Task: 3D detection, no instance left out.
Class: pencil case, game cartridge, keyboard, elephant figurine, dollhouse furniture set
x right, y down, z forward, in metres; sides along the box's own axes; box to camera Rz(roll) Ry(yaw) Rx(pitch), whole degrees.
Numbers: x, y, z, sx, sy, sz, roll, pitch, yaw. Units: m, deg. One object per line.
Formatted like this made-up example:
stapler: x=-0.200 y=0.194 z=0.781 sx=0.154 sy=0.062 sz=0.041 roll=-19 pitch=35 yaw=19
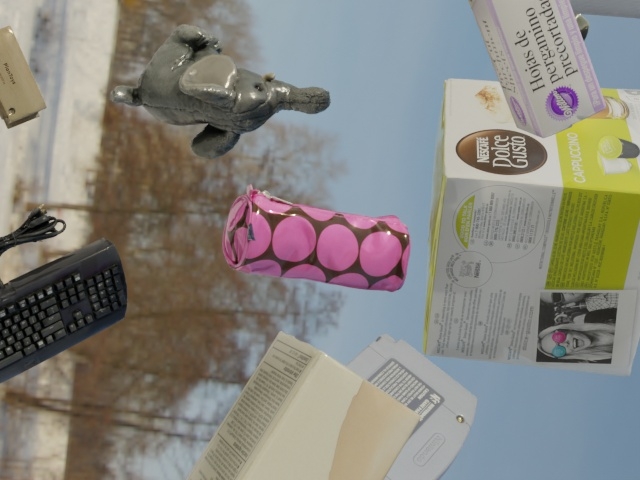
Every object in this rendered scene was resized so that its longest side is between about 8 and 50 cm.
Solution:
pencil case: x=0.000 y=0.000 z=1.197 sx=0.095 sy=0.209 sz=0.098 roll=-148 pitch=-111 yaw=-65
game cartridge: x=0.085 y=0.255 z=1.431 sx=0.297 sy=0.198 sz=0.062 roll=-34 pitch=160 yaw=-49
keyboard: x=-0.398 y=0.080 z=1.356 sx=0.033 sy=0.317 sz=0.202 roll=18 pitch=-51 yaw=49
elephant figurine: x=-0.143 y=-0.205 z=1.523 sx=0.239 sy=0.169 sz=0.186 roll=38 pitch=-83 yaw=40
dollhouse furniture set: x=-0.450 y=-0.147 z=1.207 sx=0.212 sy=0.242 sz=0.161 roll=68 pitch=-15 yaw=-11

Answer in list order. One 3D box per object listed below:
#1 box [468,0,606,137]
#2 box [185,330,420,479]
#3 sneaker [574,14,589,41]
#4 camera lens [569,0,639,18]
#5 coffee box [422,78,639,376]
box: x=0.142 y=-0.242 z=0.858 sx=0.067 sy=0.063 sz=0.324 roll=-122 pitch=-173 yaw=-71
box: x=-0.056 y=0.253 z=0.992 sx=0.311 sy=0.121 sz=0.148 roll=-57 pitch=-163 yaw=-6
sneaker: x=0.221 y=-0.383 z=1.303 sx=0.146 sy=0.122 sz=0.331 roll=45 pitch=-20 yaw=57
camera lens: x=0.264 y=-0.342 z=1.074 sx=0.219 sy=0.274 sz=0.219 roll=180 pitch=-90 yaw=-70
coffee box: x=0.344 y=-0.031 z=1.708 sx=0.338 sy=0.334 sz=0.338 roll=-79 pitch=172 yaw=-56
